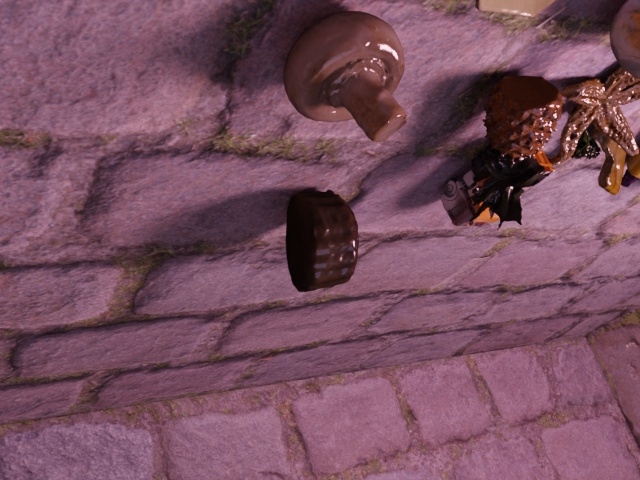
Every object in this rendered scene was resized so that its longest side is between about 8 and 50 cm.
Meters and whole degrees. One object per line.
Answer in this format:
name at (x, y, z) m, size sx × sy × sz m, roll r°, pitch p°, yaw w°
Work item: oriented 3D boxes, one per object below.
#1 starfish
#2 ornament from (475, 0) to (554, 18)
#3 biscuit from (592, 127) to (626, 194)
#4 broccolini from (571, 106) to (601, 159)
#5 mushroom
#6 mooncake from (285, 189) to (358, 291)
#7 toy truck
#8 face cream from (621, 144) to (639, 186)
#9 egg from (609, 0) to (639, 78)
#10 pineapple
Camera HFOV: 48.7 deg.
starfish at (0.630, -0.297, 1.556) m, size 0.327 × 0.094 × 0.375 m, roll 6°, pitch 137°, yaw -29°
ornament at (0.346, -0.424, 1.162) m, size 0.201 × 0.059 × 0.180 m, roll -19°, pitch 156°, yaw 8°
biscuit at (0.702, -0.211, 1.722) m, size 0.039 × 0.183 × 0.174 m, roll 7°, pitch 179°, yaw 40°
broccolini at (0.620, -0.250, 1.694) m, size 0.074 × 0.058 × 0.201 m, roll -14°, pitch 157°, yaw 25°
mushroom at (0.044, -0.253, 1.148) m, size 0.206 × 0.209 × 0.206 m, roll -10°, pitch 180°, yaw 0°
mooncake at (0.000, 0.000, 1.588) m, size 0.124 × 0.228 × 0.228 m, roll -4°, pitch 152°, yaw -18°
toy truck at (0.416, -0.134, 1.701) m, size 0.114 × 0.135 × 0.270 m, roll 1°, pitch 149°, yaw -37°
face cream at (0.885, -0.225, 1.901) m, size 0.078 × 0.078 × 0.273 m, roll -11°, pitch 154°, yaw -15°
egg at (0.650, -0.380, 1.308) m, size 0.217 × 0.183 × 0.183 m, roll -6°, pitch 153°, yaw -41°
pineapple at (0.409, -0.170, 1.500) m, size 0.165 × 0.165 × 0.364 m, roll -13°, pitch 135°, yaw -12°
